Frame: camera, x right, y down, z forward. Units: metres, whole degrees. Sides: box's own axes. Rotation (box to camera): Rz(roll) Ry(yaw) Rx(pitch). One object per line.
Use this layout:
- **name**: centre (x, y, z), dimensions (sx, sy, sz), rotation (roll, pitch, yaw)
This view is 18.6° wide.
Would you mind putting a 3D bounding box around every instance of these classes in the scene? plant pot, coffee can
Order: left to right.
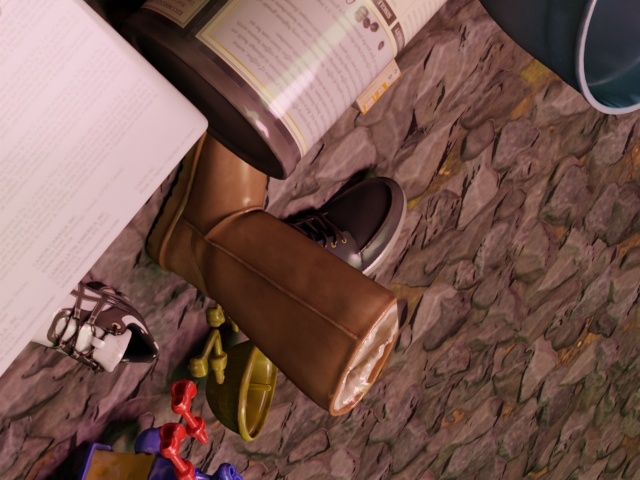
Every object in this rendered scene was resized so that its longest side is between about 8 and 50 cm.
- **coffee can**: centre (-0.014, -0.221, 1.747), dimensions (0.275, 0.201, 0.201), rotation (-47, 148, -9)
- **plant pot**: centre (0.258, -0.305, 1.968), dimensions (0.272, 0.255, 0.271), rotation (-33, 142, -30)

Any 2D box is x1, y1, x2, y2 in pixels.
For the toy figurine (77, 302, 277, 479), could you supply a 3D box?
- **toy figurine**: centre (-0.191, 0.226, 2.009), dimensions (0.191, 0.217, 0.362), rotation (59, 34, -42)

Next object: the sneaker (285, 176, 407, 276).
- **sneaker**: centre (0.000, 0.000, 2.090), dimensions (0.222, 0.083, 0.118), rotation (-46, 147, -9)

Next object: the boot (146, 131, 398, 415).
- **boot**: centre (-0.024, -0.001, 1.880), dimensions (0.089, 0.269, 0.236), rotation (-6, 126, -52)

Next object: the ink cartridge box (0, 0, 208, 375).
- **ink cartridge box**: centre (-0.315, -0.098, 1.625), dimensions (0.308, 0.091, 0.385), rotation (-50, 131, -4)

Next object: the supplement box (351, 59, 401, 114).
- **supplement box**: centre (0.040, -0.183, 2.008), dimensions (0.062, 0.036, 0.098), rotation (-48, 147, -10)

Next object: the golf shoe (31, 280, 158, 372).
- **golf shoe**: centre (-0.230, 0.079, 1.861), dimensions (0.198, 0.094, 0.077), rotation (8, 115, -53)
